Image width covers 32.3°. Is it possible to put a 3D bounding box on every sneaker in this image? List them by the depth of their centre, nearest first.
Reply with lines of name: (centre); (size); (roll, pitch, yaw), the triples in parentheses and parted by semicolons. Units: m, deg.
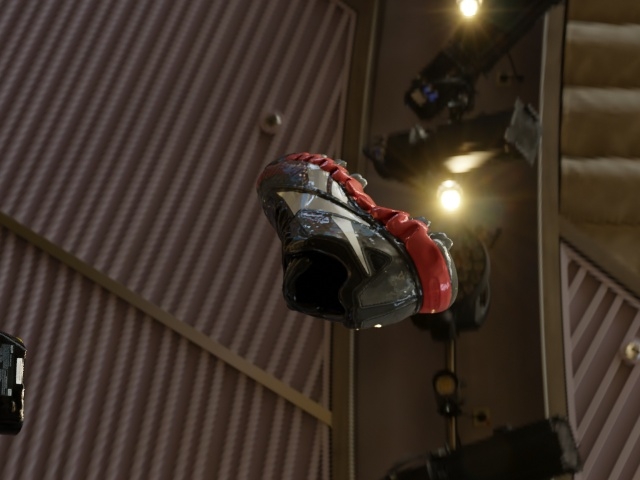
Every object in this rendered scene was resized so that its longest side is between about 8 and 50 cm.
sneaker: (0.000, 0.000, 1.037); (0.135, 0.098, 0.276); (-25, -142, -24)

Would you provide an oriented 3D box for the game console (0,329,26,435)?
game console: (-0.425, 0.238, 1.159); (0.213, 0.044, 0.361); (11, -123, -27)
